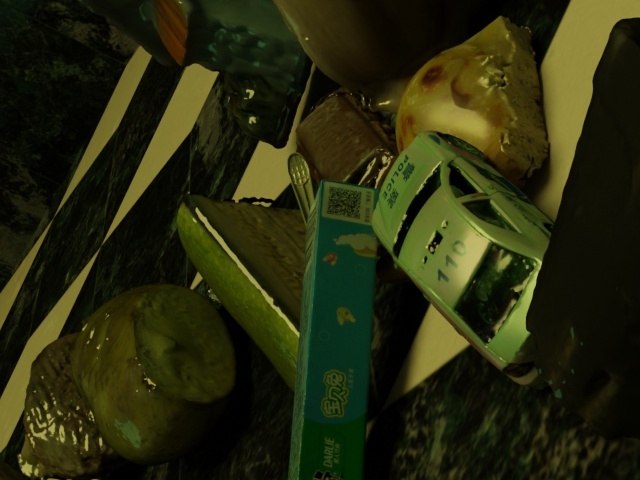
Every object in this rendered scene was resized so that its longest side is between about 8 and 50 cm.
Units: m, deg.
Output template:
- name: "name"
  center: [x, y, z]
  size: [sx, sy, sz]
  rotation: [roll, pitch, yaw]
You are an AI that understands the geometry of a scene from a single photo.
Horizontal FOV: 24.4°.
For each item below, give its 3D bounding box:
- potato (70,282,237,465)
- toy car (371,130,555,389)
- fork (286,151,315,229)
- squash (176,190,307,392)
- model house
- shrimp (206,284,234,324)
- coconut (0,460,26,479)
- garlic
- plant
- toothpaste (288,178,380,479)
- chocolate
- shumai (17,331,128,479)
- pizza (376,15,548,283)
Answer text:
- name: "potato"
  center: [-0.162, 0.133, 1.486]
  size: [0.298, 0.141, 0.176]
  rotation: [24, 103, 65]
- name: "toy car"
  center: [0.093, 0.002, 0.946]
  size: [0.090, 0.076, 0.224]
  rotation: [-62, 36, 16]
- name: "fork"
  center: [-0.002, -0.004, 1.284]
  size: [0.034, 0.028, 0.219]
  rotation: [-22, 47, 9]
- name: "squash"
  center: [-0.018, 0.067, 1.346]
  size: [0.252, 0.169, 0.093]
  rotation: [47, 118, 36]
- name: "model house"
  center: [-0.134, -0.331, 1.605]
  size: [0.297, 0.339, 0.360]
  rotation: [116, 172, -61]
- name: "shrimp"
  center: [-0.089, 0.043, 1.553]
  size: [0.082, 0.076, 0.174]
  rotation: [-25, -19, -41]
- name: "coconut"
  center: [-0.413, 0.368, 1.679]
  size: [0.259, 0.259, 0.259]
  rotation: [-54, 19, 29]
- name: "garlic"
  center: [0.041, -0.256, 1.284]
  size: [0.237, 0.292, 0.210]
  rotation: [-28, 13, -21]
- name: "plant"
  center: [0.191, -0.025, 0.658]
  size: [0.164, 0.142, 0.256]
  rotation: [-89, 19, -55]
- name: "toothpaste"
  center: [0.009, 0.082, 1.101]
  size: [0.065, 0.050, 0.266]
  rotation: [113, 164, -57]
- name: "chocolate"
  center: [0.025, -0.074, 1.346]
  size: [0.102, 0.065, 0.329]
  rotation: [-62, 15, 10]
- name: "shumai"
  center: [-0.269, 0.214, 1.715]
  size: [0.209, 0.161, 0.153]
  rotation: [-122, 33, -45]
- name: "pizza"
  center: [0.087, -0.066, 1.124]
  size: [0.204, 0.081, 0.188]
  rotation: [-51, 22, 42]
